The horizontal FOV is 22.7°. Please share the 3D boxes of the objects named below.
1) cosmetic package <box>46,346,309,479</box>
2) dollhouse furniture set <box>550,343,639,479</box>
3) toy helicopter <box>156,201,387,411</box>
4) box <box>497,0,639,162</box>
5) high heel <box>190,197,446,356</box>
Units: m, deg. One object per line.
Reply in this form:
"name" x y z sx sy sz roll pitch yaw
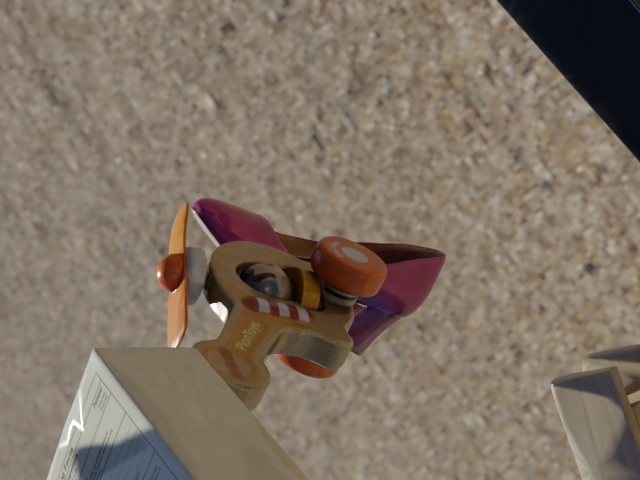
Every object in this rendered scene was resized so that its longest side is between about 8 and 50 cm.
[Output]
"cosmetic package" -0.094 0.233 1.278 0.309 0.113 0.160 46 122 43
"dollhouse furniture set" 0.485 0.152 1.425 0.394 0.362 0.256 -17 95 41
"toy helicopter" -0.080 0.076 1.640 0.235 0.355 0.140 27 111 1
"box" 0.296 -0.179 1.420 0.261 0.184 0.103 48 129 -2
"high heel" 0.000 0.000 2.047 0.377 0.181 0.127 37 -171 -45
